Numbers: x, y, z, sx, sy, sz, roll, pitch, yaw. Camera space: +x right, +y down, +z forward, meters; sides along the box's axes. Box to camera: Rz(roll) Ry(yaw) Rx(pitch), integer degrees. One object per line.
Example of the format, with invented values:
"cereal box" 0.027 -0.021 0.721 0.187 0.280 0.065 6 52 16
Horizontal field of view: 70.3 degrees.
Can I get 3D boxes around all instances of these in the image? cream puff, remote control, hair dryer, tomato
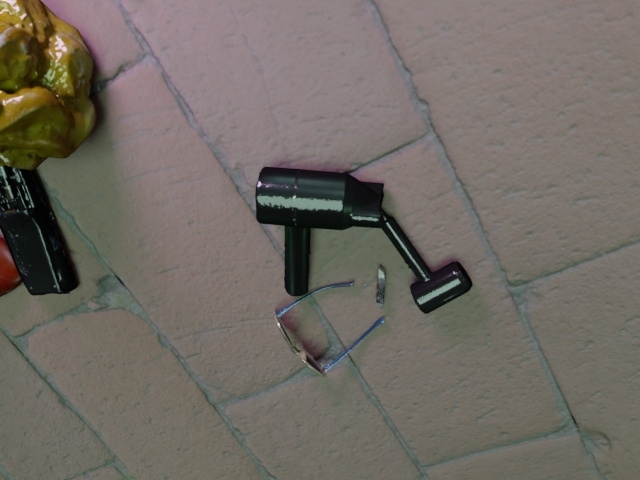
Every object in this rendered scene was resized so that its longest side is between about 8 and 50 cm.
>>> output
"cream puff" -0.577 -0.285 0.793 0.290 0.257 0.325 6 108 -3
"remote control" -0.670 -0.050 1.023 0.144 0.062 0.399 -6 112 10
"hair dryer" 0.201 0.024 0.936 0.114 0.070 0.248 -33 97 21
"tomato" -0.815 0.064 1.083 0.166 0.082 0.174 -24 107 20
"hair dryer" 0.000 0.000 0.937 0.244 0.116 0.303 7 125 5

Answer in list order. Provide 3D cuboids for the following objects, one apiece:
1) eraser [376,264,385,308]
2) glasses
"eraser" 0.131 0.101 0.990 0.019 0.027 0.100 4 115 8
"glasses" 0.016 0.198 1.015 0.220 0.088 0.190 -33 105 20
